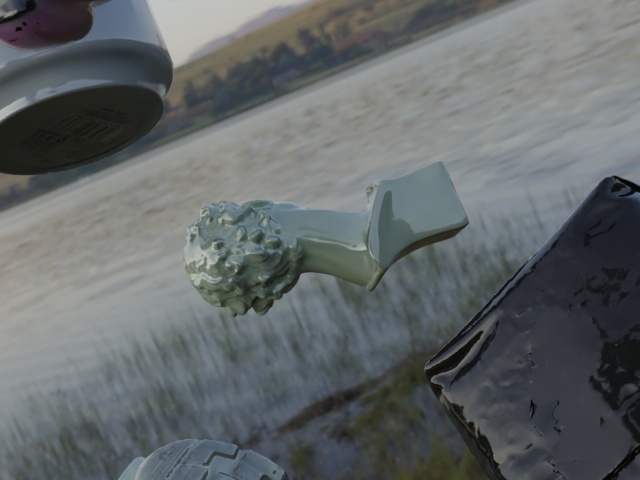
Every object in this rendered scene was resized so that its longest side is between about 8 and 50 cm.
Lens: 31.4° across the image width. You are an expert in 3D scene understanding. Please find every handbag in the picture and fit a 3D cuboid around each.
[{"bbox_3d":[0.205,0.098,0.842,0.247,0.080,0.223,-48,42,15],"label":"handbag"}]

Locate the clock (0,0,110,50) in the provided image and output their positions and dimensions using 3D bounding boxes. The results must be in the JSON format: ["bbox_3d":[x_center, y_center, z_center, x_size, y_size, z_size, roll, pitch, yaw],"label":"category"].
[{"bbox_3d":[-0.143,-0.201,0.517,0.248,0.227,0.090,-9,4,30],"label":"clock"}]

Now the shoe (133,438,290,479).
[{"bbox_3d":[-0.050,0.233,0.771,0.125,0.227,0.099,-38,9,45],"label":"shoe"}]

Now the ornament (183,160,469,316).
[{"bbox_3d":[0.004,0.001,1.123,0.285,0.120,0.130,-11,-12,8],"label":"ornament"}]

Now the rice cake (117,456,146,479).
[{"bbox_3d":[-0.212,0.340,1.131,0.237,0.127,0.043,-51,-27,-14],"label":"rice cake"}]

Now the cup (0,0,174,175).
[{"bbox_3d":[-0.321,-0.239,1.223,0.237,0.326,0.323,-15,-15,-26],"label":"cup"}]
